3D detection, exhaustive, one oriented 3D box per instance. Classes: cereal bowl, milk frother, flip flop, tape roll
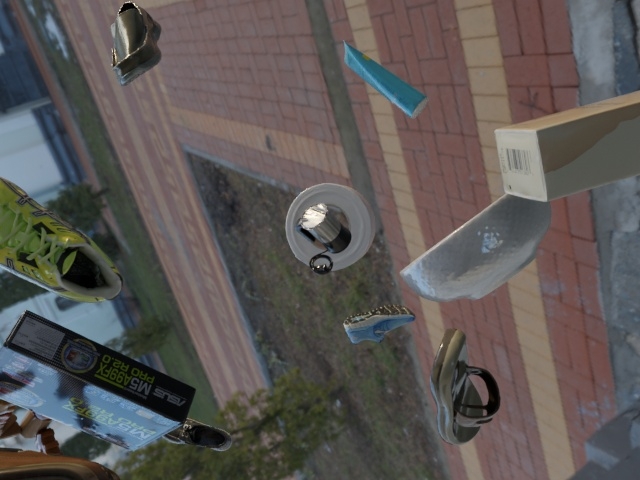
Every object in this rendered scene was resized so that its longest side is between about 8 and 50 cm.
[{"bbox_3d":[0.338,0.020,1.255,0.141,0.339,0.339,53,158,7],"label":"cereal bowl"},{"bbox_3d":[0.000,0.000,1.655,0.135,0.129,0.143,43,-147,-43],"label":"milk frother"},{"bbox_3d":[0.214,0.217,0.867,0.080,0.112,0.277,7,144,23],"label":"flip flop"},{"bbox_3d":[0.033,-0.044,1.985,0.286,0.286,0.100,64,-167,2],"label":"tape roll"}]

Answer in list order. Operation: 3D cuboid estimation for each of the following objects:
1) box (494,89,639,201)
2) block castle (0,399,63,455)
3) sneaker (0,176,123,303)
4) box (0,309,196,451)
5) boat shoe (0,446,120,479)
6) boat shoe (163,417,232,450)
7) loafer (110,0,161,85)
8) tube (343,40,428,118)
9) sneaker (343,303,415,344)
[{"bbox_3d":[0.478,-0.169,1.038,0.148,0.311,0.121,-142,37,-74],"label":"box"},{"bbox_3d":[-0.620,0.419,1.061,0.213,0.453,0.303,-48,63,32],"label":"block castle"},{"bbox_3d":[-0.485,-0.010,1.015,0.147,0.145,0.385,9,161,39],"label":"sneaker"},{"bbox_3d":[-0.355,0.223,0.918,0.270,0.060,0.216,32,137,-20],"label":"box"},{"bbox_3d":[-0.361,0.267,0.618,0.104,0.308,0.110,85,-170,-79],"label":"boat shoe"},{"bbox_3d":[-0.233,0.357,1.131,0.040,0.142,0.049,83,-162,-65],"label":"boat shoe"},{"bbox_3d":[-0.354,-0.369,1.124,0.087,0.094,0.251,51,-167,-38],"label":"loafer"},{"bbox_3d":[0.125,-0.330,1.252,0.207,0.052,0.080,40,165,14],"label":"tube"},{"bbox_3d":[0.136,0.193,1.378,0.063,0.162,0.073,-108,5,-73],"label":"sneaker"}]
